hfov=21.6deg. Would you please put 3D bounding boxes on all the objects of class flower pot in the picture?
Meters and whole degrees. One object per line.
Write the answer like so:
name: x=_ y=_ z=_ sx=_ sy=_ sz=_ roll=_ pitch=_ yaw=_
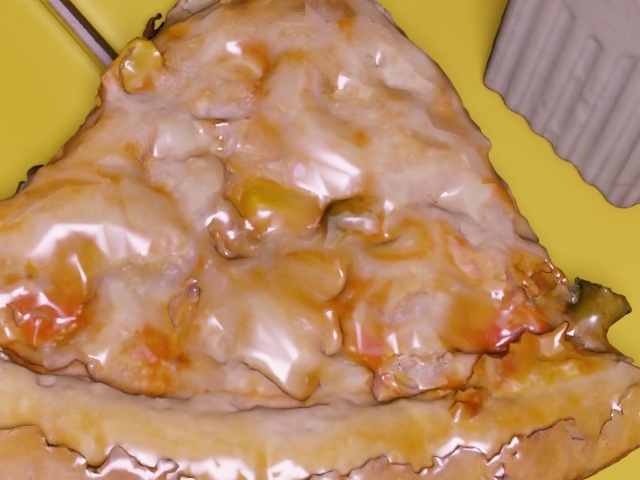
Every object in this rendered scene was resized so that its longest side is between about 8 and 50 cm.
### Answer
flower pot: x=0.225 y=-0.156 z=0.995 sx=0.209 sy=0.189 sz=0.239 roll=-38 pitch=71 yaw=-25

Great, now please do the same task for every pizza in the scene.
pizza: x=-0.001 y=0.029 z=0.918 sx=0.392 sy=0.080 sz=0.435 roll=33 pitch=63 yaw=10
